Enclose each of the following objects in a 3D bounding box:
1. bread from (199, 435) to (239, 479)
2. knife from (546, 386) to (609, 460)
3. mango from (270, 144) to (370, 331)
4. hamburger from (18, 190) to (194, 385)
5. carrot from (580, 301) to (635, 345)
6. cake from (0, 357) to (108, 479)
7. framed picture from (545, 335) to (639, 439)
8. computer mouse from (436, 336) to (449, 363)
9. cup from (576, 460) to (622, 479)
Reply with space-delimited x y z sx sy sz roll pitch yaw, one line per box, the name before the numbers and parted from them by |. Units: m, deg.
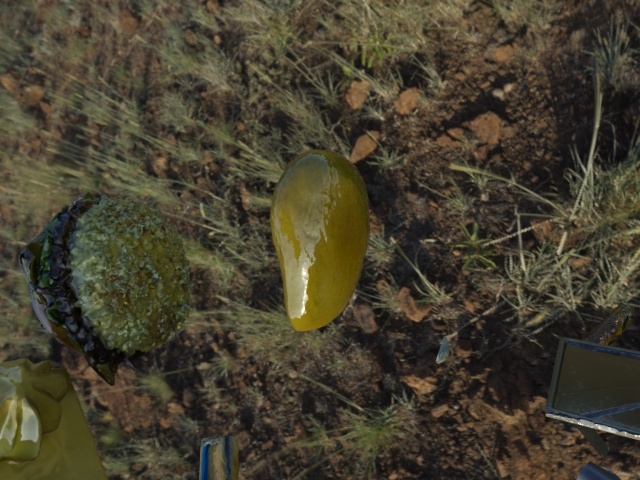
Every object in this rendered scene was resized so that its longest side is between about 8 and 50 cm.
bread | -0.175 0.400 0.857 0.072 0.053 0.106 -14 62 19
knife | 0.749 0.516 1.430 0.019 0.072 0.245 -15 36 -10
mango | 0.006 -0.005 0.895 0.142 0.195 0.332 22 124 50
hamburger | -0.268 0.049 0.651 0.138 0.243 0.262 -15 31 14
carrot | 0.825 0.280 1.431 0.229 0.069 0.069 -46 49 1
cake | -0.366 0.277 0.522 0.286 0.222 0.228 -39 74 38
framed picture | 0.580 0.275 0.887 0.289 0.213 0.016 7 124 30
computer mouse | 0.406 0.359 1.597 0.032 0.110 0.056 18 124 18
cup | 0.671 0.576 1.167 0.077 0.100 0.078 33 123 46
